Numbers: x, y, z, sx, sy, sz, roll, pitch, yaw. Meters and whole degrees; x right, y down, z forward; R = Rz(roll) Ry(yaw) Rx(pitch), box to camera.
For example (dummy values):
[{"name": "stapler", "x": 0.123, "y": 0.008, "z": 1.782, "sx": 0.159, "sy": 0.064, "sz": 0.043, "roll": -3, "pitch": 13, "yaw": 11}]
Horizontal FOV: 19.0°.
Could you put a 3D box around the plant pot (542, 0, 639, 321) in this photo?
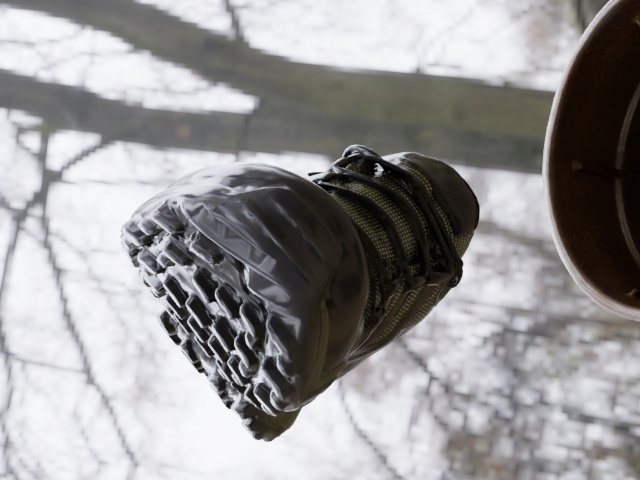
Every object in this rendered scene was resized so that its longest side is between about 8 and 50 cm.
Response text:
[{"name": "plant pot", "x": 0.220, "y": -0.032, "z": 0.893, "sx": 0.165, "sy": 0.167, "sz": 0.167, "roll": 12, "pitch": -94, "yaw": -35}]

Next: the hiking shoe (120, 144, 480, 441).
[{"name": "hiking shoe", "x": 0.000, "y": 0.000, "z": 0.657, "sx": 0.114, "sy": 0.086, "sz": 0.227, "roll": -41, "pitch": -5, "yaw": -10}]
